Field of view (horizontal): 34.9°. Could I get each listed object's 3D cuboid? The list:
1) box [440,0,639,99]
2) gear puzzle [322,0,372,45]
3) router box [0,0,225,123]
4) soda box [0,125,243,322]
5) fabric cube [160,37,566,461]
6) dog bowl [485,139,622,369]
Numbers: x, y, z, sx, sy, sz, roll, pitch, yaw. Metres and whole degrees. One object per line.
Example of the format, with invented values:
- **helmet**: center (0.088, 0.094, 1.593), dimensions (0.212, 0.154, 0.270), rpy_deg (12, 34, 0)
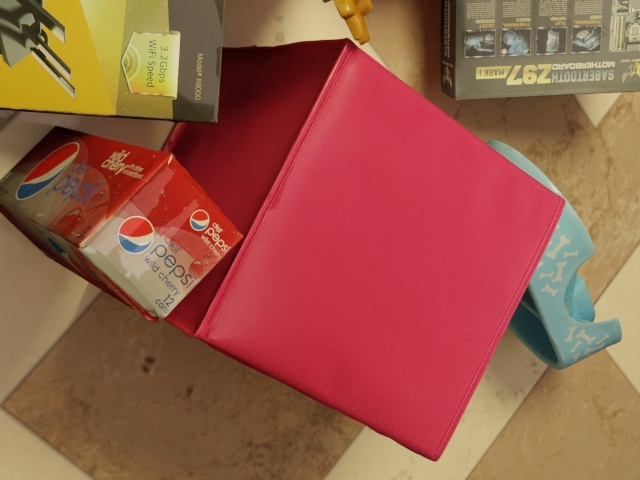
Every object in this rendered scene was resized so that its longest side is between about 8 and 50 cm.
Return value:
- **box**: center (0.238, -0.237, 1.013), dimensions (0.232, 0.059, 0.184), rpy_deg (-4, 107, -6)
- **gear puzzle**: center (0.000, -0.274, 0.807), dimensions (0.044, 0.339, 0.175), rpy_deg (-25, 131, 13)
- **router box**: center (-0.192, -0.252, 0.790), dimensions (0.242, 0.081, 0.309), rpy_deg (2, 98, -10)
- **soda box**: center (-0.168, -0.021, 0.784), dimensions (0.092, 0.263, 0.083), rpy_deg (-47, 120, -15)
- **fabric cube**: center (0.000, 0.000, 0.896), dimensions (0.258, 0.259, 0.254), rpy_deg (30, 84, -30)
- **dog bowl**: center (0.219, 0.027, 1.071), dimensions (0.074, 0.166, 0.297), rpy_deg (-37, 134, -6)
